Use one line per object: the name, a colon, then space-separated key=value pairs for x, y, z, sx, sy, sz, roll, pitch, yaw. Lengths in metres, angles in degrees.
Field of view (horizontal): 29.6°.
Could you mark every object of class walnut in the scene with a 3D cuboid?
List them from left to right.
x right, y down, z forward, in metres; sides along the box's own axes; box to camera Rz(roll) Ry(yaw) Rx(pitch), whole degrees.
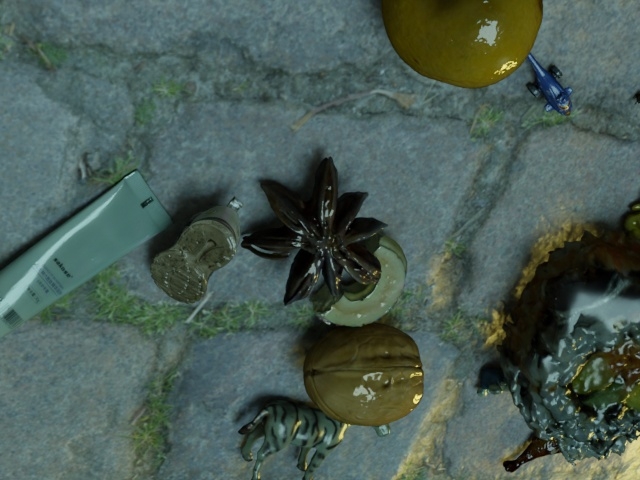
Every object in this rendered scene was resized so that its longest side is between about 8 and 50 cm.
walnut: x=0.070 y=0.210 z=1.916 sx=0.197 sy=0.165 sz=0.165 roll=12 pitch=118 yaw=-35

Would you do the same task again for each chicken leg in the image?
chicken leg: x=0.452 y=0.386 z=2.315 sx=0.219 sy=0.048 sz=0.089 roll=-16 pitch=127 yaw=-16

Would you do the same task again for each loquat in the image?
loquat: x=0.185 y=-0.298 z=1.563 sx=0.208 sy=0.208 sz=0.208 roll=-14 pitch=129 yaw=-17

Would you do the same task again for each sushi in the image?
sushi: x=0.498 y=0.187 z=2.052 sx=0.417 sy=0.176 sz=0.418 roll=-4 pitch=120 yaw=-7

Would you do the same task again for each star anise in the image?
star anise: x=0.000 y=0.000 z=1.749 sx=0.236 sy=0.093 sz=0.229 roll=27 pitch=108 yaw=-19

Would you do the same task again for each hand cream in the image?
hand cream: x=-0.353 y=0.035 z=1.648 sx=0.320 sy=0.067 sz=0.109 roll=-35 pitch=131 yaw=-5

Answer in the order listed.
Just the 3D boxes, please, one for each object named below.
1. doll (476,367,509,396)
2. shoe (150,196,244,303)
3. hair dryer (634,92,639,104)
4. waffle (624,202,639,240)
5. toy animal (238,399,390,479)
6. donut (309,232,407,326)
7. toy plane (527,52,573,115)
doll: x=0.323 y=0.247 z=2.138 sx=0.083 sy=0.076 sz=0.050 roll=-6 pitch=84 yaw=-17
shoe: x=-0.169 y=0.008 z=1.697 sx=0.089 sy=0.092 sz=0.180 roll=35 pitch=133 yaw=-9
hair dryer: x=0.664 y=-0.237 z=1.950 sx=0.359 sy=0.120 sz=0.304 roll=-11 pitch=143 yaw=-7
waffle: x=0.652 y=-0.020 z=2.104 sx=0.329 sy=0.062 sz=0.329 roll=-14 pitch=128 yaw=-18
toy animal: x=-0.016 y=0.330 z=2.019 sx=0.255 sy=0.090 sz=0.170 roll=-7 pitch=122 yaw=-25
donut: x=0.070 y=0.065 z=1.871 sx=0.108 sy=0.065 sz=0.166 roll=32 pitch=104 yaw=-36
toy plane: x=0.329 y=-0.240 z=1.779 sx=0.054 sy=0.062 sz=0.167 roll=-39 pitch=122 yaw=5
